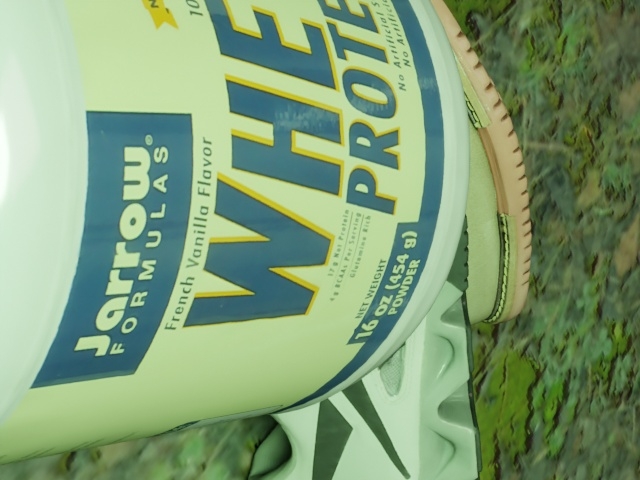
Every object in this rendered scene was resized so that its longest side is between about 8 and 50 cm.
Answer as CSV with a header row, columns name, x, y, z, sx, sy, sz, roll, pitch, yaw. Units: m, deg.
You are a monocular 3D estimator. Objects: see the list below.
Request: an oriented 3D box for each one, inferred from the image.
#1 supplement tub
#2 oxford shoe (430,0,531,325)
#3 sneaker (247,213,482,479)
name,x,y,z,sx,sy,sz,roll,pitch,yaw
supplement tub,-0.120,-0.033,0.656,0.325,0.235,0.235,-4,87,-51
oxford shoe,0.002,-0.094,0.935,0.146,0.140,0.397,-32,121,-11
sneaker,0.000,0.000,0.835,0.122,0.146,0.331,-89,174,-67
